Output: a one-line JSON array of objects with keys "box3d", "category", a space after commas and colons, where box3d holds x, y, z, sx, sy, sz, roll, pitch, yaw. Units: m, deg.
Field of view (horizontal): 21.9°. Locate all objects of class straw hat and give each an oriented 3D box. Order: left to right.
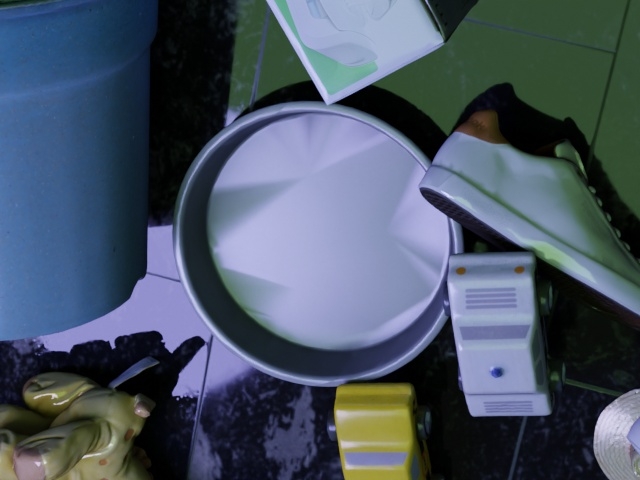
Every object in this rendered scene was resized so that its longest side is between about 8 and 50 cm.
[{"box3d": [0.338, 0.214, 1.623, 0.144, 0.061, 0.144, 4, 108, 12], "category": "straw hat"}]

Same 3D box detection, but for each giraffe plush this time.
[{"box3d": [-0.242, 0.239, 1.734, 0.210, 0.181, 0.170, -22, 116, -16], "category": "giraffe plush"}]

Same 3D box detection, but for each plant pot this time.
[{"box3d": [-0.297, -0.108, 1.545, 0.341, 0.341, 0.334, 3, 116, 12], "category": "plant pot"}]

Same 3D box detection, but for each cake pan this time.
[{"box3d": [0.000, 0.000, 1.637, 0.293, 0.054, 0.293, 4, 108, 12], "category": "cake pan"}]

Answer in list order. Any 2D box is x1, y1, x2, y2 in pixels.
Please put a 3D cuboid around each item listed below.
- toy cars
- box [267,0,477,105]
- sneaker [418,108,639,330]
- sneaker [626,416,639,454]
[{"box3d": [0.115, 0.170, 1.592, 0.176, 0.087, 0.394, 30, 128, -10], "category": "toy cars"}, {"box3d": [0.016, -0.278, 1.450, 0.127, 0.231, 0.262, -27, 100, 19], "category": "box"}, {"box3d": [0.241, -0.020, 1.551, 0.290, 0.106, 0.123, 34, 80, -14], "category": "sneaker"}, {"box3d": [0.454, 0.190, 1.553, 0.236, 0.130, 0.323, -47, 118, -1], "category": "sneaker"}]
